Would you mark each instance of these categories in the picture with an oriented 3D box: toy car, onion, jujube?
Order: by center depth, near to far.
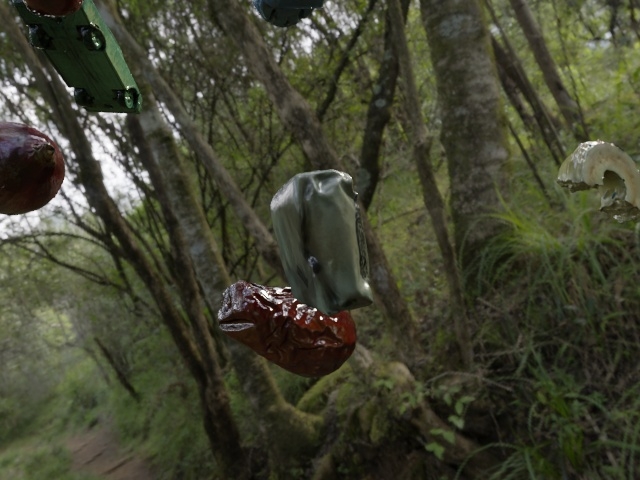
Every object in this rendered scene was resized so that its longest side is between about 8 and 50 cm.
[{"bbox_3d":[-0.484,-0.122,0.967,0.195,0.159,0.159,-8,5,40],"label":"onion"},{"bbox_3d":[-0.462,-0.370,1.197,0.141,0.097,0.321,3,-24,6],"label":"toy car"},{"bbox_3d":[-0.075,0.197,1.380,0.342,0.216,0.216,28,-42,-34],"label":"jujube"}]

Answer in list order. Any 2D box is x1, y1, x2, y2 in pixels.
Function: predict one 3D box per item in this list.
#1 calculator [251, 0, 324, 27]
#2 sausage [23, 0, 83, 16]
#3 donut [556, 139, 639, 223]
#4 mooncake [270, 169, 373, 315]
[{"bbox_3d":[-0.013,-0.345,0.680,0.121,0.039,0.210,-32,-30,-52],"label":"calculator"},{"bbox_3d":[-0.309,-0.319,0.684,0.076,0.076,0.141,-19,-29,-36],"label":"sausage"},{"bbox_3d":[0.463,-0.105,0.993,0.166,0.108,0.065,22,-22,-20],"label":"donut"},{"bbox_3d":[0.005,-0.001,1.092,0.136,0.250,0.254,-14,5,-17],"label":"mooncake"}]
